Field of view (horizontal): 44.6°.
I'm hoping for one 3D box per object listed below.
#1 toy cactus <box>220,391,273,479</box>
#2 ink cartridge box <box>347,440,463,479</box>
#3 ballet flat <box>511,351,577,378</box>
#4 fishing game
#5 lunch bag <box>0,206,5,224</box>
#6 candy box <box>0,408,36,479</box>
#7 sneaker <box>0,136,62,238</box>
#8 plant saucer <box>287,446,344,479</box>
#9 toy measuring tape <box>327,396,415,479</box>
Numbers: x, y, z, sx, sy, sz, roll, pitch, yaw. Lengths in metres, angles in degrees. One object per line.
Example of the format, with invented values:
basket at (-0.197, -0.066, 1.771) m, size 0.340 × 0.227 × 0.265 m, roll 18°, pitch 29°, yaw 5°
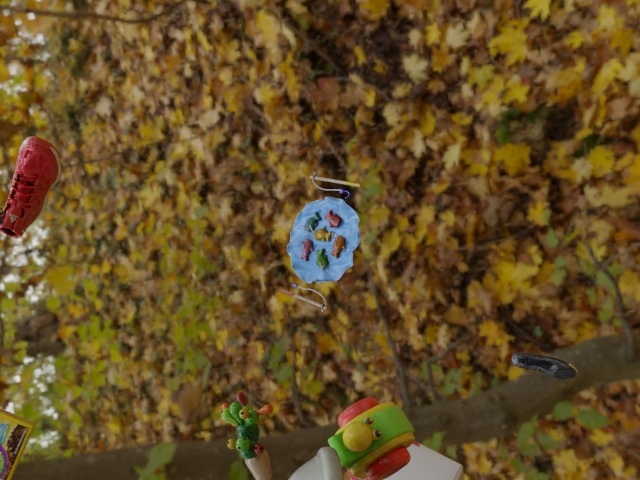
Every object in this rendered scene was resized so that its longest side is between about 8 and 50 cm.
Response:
toy cactus at (-0.139, 0.413, 1.627) m, size 0.219 × 0.112 × 0.180 m, roll -162°, pitch 52°, yaw -76°
ink cartridge box at (0.198, 0.561, 1.736) m, size 0.131 × 0.226 × 0.306 m, roll -55°, pitch -29°, yaw -26°
ballet flat at (0.582, 0.318, 2.027) m, size 0.049 × 0.173 × 0.057 m, roll -27°, pitch -57°, yaw -53°
fishing game at (0.000, 0.000, 1.566) m, size 0.189 × 0.041 × 0.264 m, roll 19°, pitch 92°, yaw 41°
lunch bag at (-0.583, -0.038, 1.314) m, size 0.067 × 0.098 × 0.065 m, roll 0°, pitch 106°, yaw 60°
candy box at (-0.752, 0.498, 1.811) m, size 0.027 × 0.105 × 0.206 m, roll -114°, pitch 48°, yaw -85°
sneaker at (-0.561, -0.085, 1.489) m, size 0.128 × 0.087 × 0.221 m, roll -81°, pitch 12°, yaw -44°
plant saucer at (-0.040, 0.449, 0.930) m, size 0.400 × 0.100 × 0.400 m, roll -174°, pitch 90°, yaw -86°
toy measuring tape at (0.094, 0.312, 1.201) m, size 0.330 × 0.121 × 0.121 m, roll 58°, pitch -163°, yaw -66°
